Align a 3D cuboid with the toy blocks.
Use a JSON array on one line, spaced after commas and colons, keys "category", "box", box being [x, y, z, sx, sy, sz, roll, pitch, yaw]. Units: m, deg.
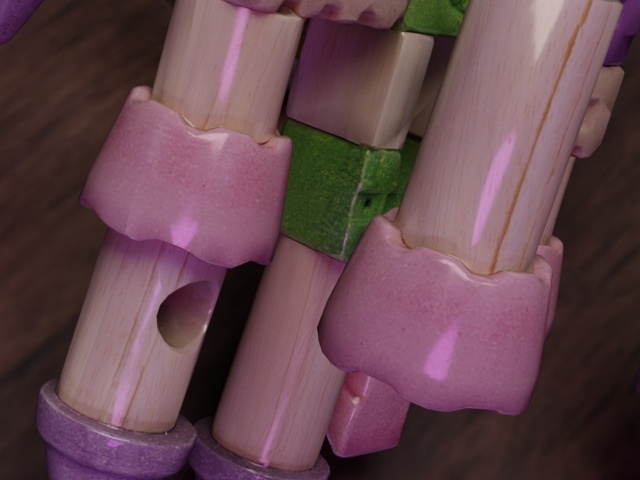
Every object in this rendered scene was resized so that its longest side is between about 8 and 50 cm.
[{"category": "toy blocks", "box": [0.000, 0.000, 0.704, 0.309, 0.260, 0.288, 27, 17, 33]}]
